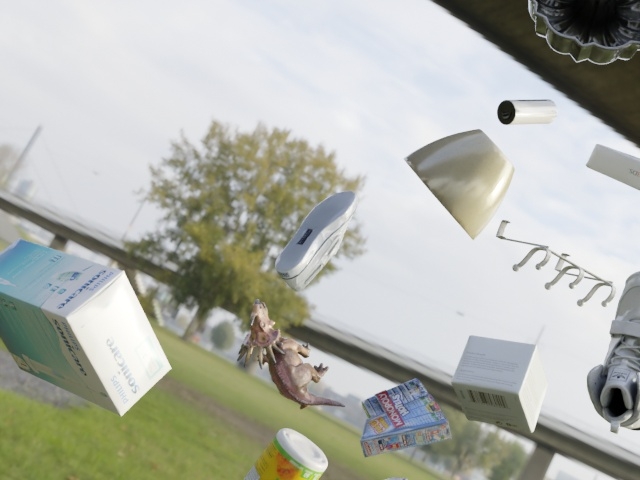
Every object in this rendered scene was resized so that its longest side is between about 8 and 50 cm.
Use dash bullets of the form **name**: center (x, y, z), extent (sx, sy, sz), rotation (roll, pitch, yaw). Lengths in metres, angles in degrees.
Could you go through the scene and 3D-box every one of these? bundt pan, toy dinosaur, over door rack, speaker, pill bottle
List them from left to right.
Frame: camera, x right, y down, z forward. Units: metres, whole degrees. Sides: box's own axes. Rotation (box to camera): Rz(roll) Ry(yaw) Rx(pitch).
- **pill bottle**: center (-0.105, 0.562, 2.072), extent (0.136, 0.245, 0.136), rotation (35, 7, -5)
- **toy dinosaur**: center (-0.081, 0.289, 2.069), extent (0.295, 0.127, 0.200), rotation (50, 6, 18)
- **speaker**: center (0.446, -0.277, 1.972), extent (0.136, 0.055, 0.055), rotation (-7, 13, -34)
- **over door rack**: center (0.621, 0.073, 2.468), extent (0.239, 0.108, 0.324), rotation (28, 8, -16)
- **bundt pan**: center (0.608, -0.526, 2.009), extent (0.331, 0.331, 0.124), rotation (26, -18, 13)

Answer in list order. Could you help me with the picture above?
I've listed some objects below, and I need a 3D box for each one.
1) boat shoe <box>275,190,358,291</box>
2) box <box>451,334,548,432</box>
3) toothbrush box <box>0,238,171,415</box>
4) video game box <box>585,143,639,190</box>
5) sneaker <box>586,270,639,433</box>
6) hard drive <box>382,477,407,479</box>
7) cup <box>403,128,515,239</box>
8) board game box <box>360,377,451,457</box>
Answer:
- **boat shoe**: center (0.000, 0.000, 1.998), extent (0.095, 0.258, 0.084), rotation (20, -30, 45)
- **box**: center (0.252, 0.200, 1.279), extent (0.101, 0.087, 0.102), rotation (5, -39, 31)
- **toothbrush box**: center (-0.418, 0.138, 1.512), extent (0.295, 0.126, 0.216), rotation (13, -46, 40)
- **video game box**: center (0.545, -0.081, 1.406), extent (0.187, 0.048, 0.205), rotation (10, 17, -32)
- **sneaker**: center (0.689, 0.251, 2.015), extent (0.137, 0.366, 0.210), rotation (7, 3, 34)
- **hard drive**: center (0.096, 0.611, 1.661), extent (0.040, 0.318, 0.210), rotation (-7, -6, 41)
- **cup**: center (0.447, -0.200, 2.777), extent (0.331, 0.237, 0.331), rotation (48, 9, -10)
- **board game box**: center (0.167, 0.404, 2.073), extent (0.194, 0.194, 0.060), rotation (-123, -165, -55)
